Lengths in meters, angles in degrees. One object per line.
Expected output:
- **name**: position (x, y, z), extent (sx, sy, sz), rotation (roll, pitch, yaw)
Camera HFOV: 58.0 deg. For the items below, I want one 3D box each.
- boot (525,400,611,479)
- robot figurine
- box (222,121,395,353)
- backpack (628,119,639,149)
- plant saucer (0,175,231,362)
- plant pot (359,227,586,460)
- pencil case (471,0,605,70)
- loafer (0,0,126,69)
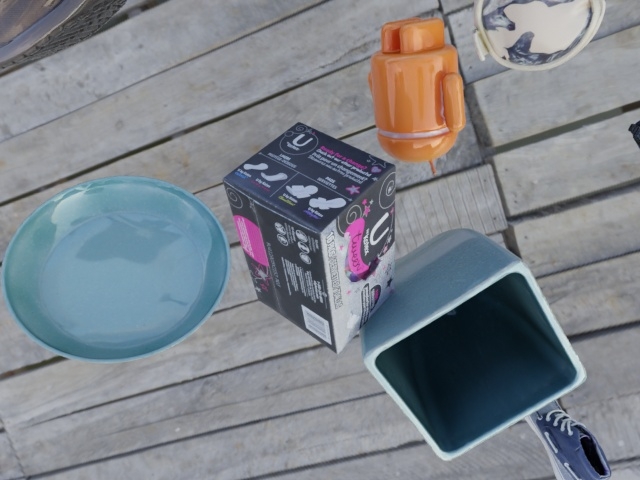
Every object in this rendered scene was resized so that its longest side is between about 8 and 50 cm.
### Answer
- **boot**: position (0.389, 0.298, 0.920), extent (0.069, 0.190, 0.086), rotation (-9, 146, -20)
- **robot figurine**: position (0.140, -0.212, 0.856), extent (0.157, 0.128, 0.220), rotation (2, 116, 20)
- **box**: position (0.000, 0.000, 0.756), extent (0.163, 0.142, 0.247), rotation (29, 148, 29)
- **backpack**: position (0.588, -0.138, 0.872), extent (0.158, 0.116, 0.174), rotation (-38, 68, 49)
- **plant saucer**: position (-0.110, 0.016, 0.322), extent (0.119, 0.119, 0.021), rotation (24, 145, 6)
- **plant pot**: position (0.201, 0.126, 0.900), extent (0.247, 0.252, 0.248), rotation (-34, 115, 7)
- **pencil case**: position (0.328, -0.430, 0.856), extent (0.183, 0.411, 0.160), rotation (-18, 131, 43)
- **loafer**: position (-0.265, -0.314, 0.623), extent (0.365, 0.134, 0.130), rotation (-28, 110, 20)
